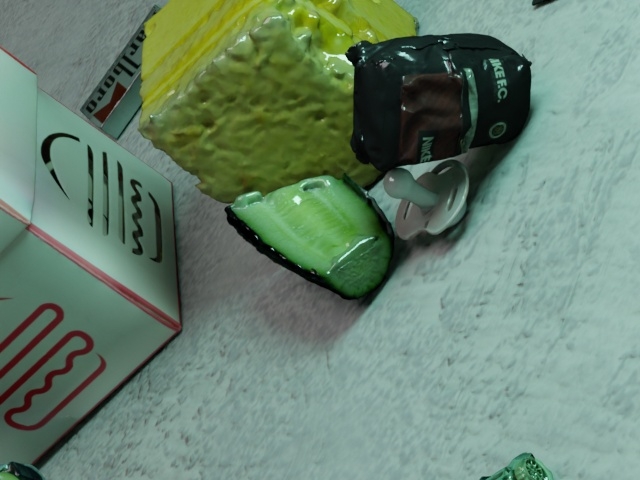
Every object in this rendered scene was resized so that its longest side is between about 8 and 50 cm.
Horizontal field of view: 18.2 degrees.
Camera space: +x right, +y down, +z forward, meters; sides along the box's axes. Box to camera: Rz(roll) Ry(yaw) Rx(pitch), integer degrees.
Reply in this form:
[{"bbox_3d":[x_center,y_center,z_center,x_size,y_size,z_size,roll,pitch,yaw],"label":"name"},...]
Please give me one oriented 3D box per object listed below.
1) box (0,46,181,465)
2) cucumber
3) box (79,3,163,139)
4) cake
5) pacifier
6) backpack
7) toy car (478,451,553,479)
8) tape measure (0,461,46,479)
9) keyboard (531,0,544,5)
[{"bbox_3d":[-0.362,0.026,2.231,0.312,0.300,0.314,-42,29,21],"label":"box"},{"bbox_3d":[0.000,0.000,1.908,0.115,0.086,0.193,-27,25,-15],"label":"cucumber"},{"bbox_3d":[-0.243,-0.224,2.625,0.177,0.036,0.115,-54,27,2],"label":"box"},{"bbox_3d":[-0.037,-0.189,2.032,0.227,0.222,0.286,-40,30,25],"label":"cake"},{"bbox_3d":[0.090,-0.045,1.806,0.099,0.078,0.082,-13,55,55],"label":"pacifier"},{"bbox_3d":[0.110,-0.127,1.780,0.106,0.165,0.120,-131,33,-57],"label":"backpack"},{"bbox_3d":[0.126,0.233,1.449,0.093,0.058,0.186,-36,20,32],"label":"toy car"},{"bbox_3d":[-0.333,0.323,2.067,0.200,0.106,0.175,-55,40,6],"label":"tape measure"},{"bbox_3d":[0.252,-0.315,1.925,0.067,0.011,0.202,-19,43,53],"label":"keyboard"}]
